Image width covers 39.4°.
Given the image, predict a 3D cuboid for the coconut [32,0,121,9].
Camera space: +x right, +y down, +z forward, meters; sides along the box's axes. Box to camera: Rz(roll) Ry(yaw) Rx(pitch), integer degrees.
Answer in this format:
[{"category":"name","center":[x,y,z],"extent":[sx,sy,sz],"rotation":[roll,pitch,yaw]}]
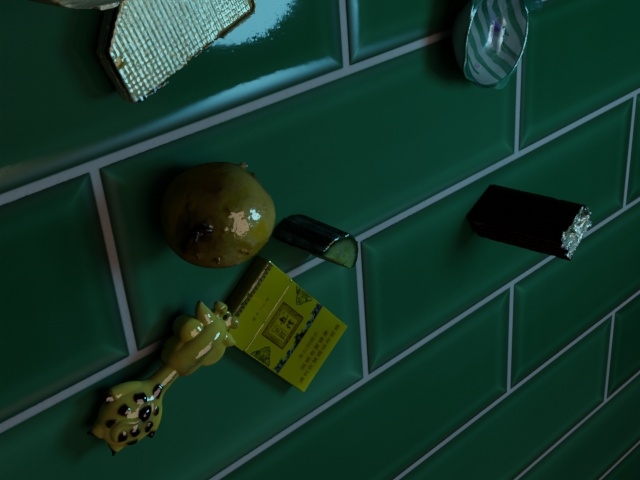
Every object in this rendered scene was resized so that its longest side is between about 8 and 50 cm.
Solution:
[{"category":"coconut","center":[-0.244,-0.412,0.929],"extent":[0.346,0.360,0.346],"rotation":[-19,118,-39]}]

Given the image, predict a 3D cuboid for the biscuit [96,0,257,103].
[{"category":"biscuit","center":[-0.208,-0.318,1.237],"extent":[0.252,0.052,0.150],"rotation":[-45,131,-23]}]

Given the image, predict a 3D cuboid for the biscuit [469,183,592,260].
[{"category":"biscuit","center":[0.443,-0.041,1.877],"extent":[0.106,0.252,0.070],"rotation":[-53,134,-20]}]

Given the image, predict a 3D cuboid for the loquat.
[{"category":"loquat","center":[-0.151,-0.046,1.338],"extent":[0.204,0.172,0.149],"rotation":[-68,149,-47]}]

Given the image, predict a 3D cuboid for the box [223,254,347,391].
[{"category":"box","center":[-0.069,0.156,1.608],"extent":[0.153,0.041,0.279],"rotation":[-56,138,-9]}]

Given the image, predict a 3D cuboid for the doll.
[{"category":"doll","center":[-0.247,0.212,1.417],"extent":[0.291,0.086,0.117],"rotation":[-48,128,-15]}]

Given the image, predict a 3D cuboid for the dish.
[{"category":"dish","center":[0.321,-0.406,1.713],"extent":[0.246,0.078,0.224],"rotation":[-48,135,-18]}]

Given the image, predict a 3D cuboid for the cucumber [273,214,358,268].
[{"category":"cucumber","center":[0.000,0.000,1.557],"extent":[0.116,0.115,0.062],"rotation":[23,91,-56]}]
